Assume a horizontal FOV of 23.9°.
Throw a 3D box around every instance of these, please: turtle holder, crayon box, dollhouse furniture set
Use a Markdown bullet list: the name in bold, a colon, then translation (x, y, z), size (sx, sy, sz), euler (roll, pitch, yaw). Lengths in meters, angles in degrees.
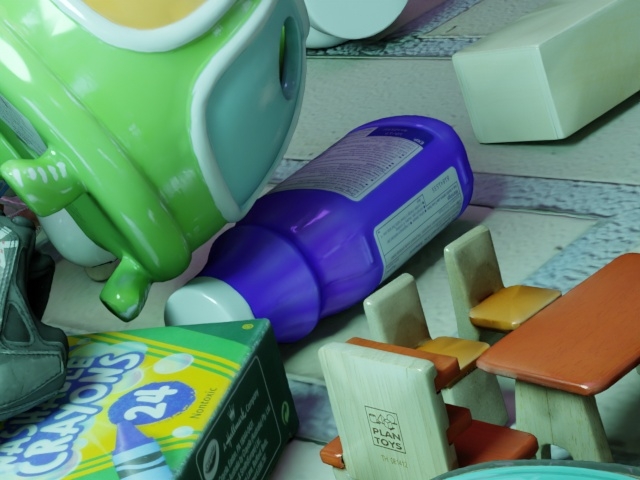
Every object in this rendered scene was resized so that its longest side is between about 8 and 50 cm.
- **turtle holder**: translation (-0.113, -0.090, 1.004), size (0.227, 0.320, 0.243), euler (-44, 40, -11)
- **crayon box**: translation (-0.198, 0.139, 0.899), size (0.323, 0.083, 0.203), euler (-7, 23, 19)
- **dollhouse furniture set**: translation (0.124, 0.065, 0.795), size (0.262, 0.135, 0.259), euler (8, 29, 44)

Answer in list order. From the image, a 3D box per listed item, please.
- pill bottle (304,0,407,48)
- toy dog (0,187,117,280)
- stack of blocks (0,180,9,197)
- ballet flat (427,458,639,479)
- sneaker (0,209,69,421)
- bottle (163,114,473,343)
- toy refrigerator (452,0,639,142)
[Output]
- **pill bottle**: translation (-0.033, -0.327, 1.771), size (0.188, 0.188, 0.334), euler (-23, 23, -20)
- **toy dog**: translation (-0.267, -0.039, 1.338), size (0.220, 0.161, 0.334), euler (-14, 37, -7)
- **stack of blocks**: translation (-0.350, 0.000, 1.058), size (0.087, 0.171, 0.297), euler (23, 58, 16)
- **ballet flat**: translation (0.165, 0.147, 0.649), size (0.280, 0.096, 0.095), euler (-1, 65, 9)
- **sneaker**: translation (-0.238, 0.013, 0.903), size (0.135, 0.098, 0.276), euler (-12, 46, -34)
- **bottle**: translation (0.000, 0.000, 1.094), size (0.118, 0.092, 0.283), euler (-3, 24, 39)
- **toy refrigerator**: translation (0.251, -0.175, 1.365), size (0.269, 0.094, 0.102), euler (-31, 21, -37)
